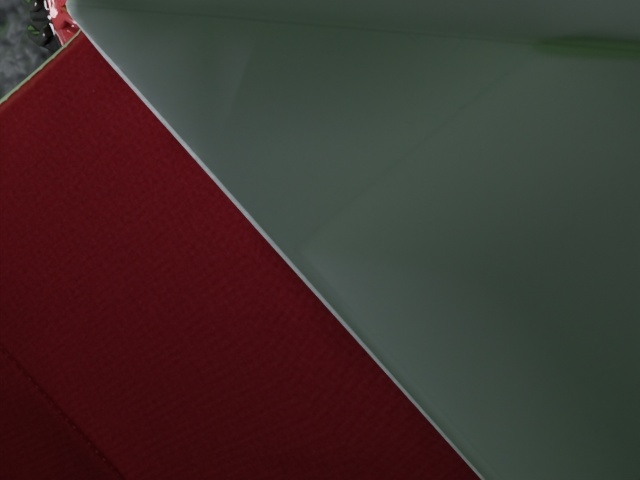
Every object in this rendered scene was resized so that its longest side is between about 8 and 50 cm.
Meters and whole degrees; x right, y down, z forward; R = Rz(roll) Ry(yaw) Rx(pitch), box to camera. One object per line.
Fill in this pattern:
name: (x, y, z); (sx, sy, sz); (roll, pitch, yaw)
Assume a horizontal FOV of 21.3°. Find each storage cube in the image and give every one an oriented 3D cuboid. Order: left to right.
storage cube: (-0.045, 0.034, 0.551); (0.183, 0.193, 0.215); (-38, 10, 19)

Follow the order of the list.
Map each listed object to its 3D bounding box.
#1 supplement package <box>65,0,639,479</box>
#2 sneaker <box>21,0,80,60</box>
supplement package: (0.094, -0.075, 0.463); (0.199, 0.198, 0.263); (-39, 9, 16)
sneaker: (-0.024, -0.064, 0.703); (0.104, 0.262, 0.125); (-6, 31, 45)
